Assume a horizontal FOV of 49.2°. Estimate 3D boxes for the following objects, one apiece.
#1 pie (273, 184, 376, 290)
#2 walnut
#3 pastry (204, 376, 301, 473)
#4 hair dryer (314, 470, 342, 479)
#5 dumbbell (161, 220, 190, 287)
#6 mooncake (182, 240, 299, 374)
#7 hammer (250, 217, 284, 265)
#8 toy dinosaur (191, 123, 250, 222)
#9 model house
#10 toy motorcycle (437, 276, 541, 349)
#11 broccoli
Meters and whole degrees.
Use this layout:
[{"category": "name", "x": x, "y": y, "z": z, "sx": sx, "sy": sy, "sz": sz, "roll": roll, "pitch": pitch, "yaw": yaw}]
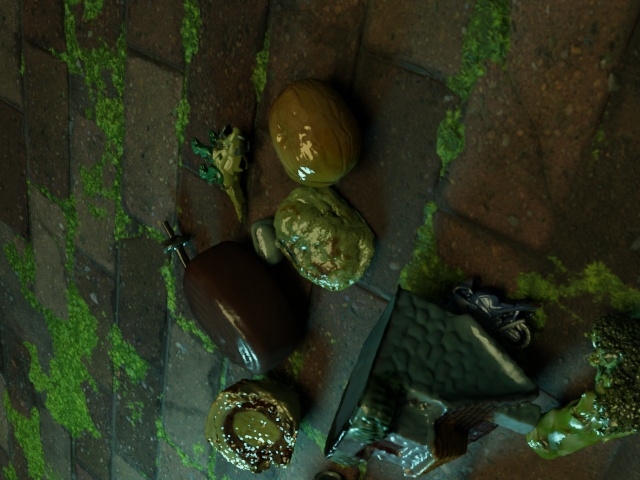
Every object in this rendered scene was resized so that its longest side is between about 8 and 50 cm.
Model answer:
[{"category": "pie", "x": 0.000, "y": 0.000, "z": 1.545, "sx": 0.248, "sy": 0.090, "sz": 0.201, "roll": 44, "pitch": 110, "yaw": 10}, {"category": "walnut", "x": -0.012, "y": -0.220, "z": 1.435, "sx": 0.193, "sy": 0.193, "sz": 0.226, "roll": -43, "pitch": 68, "yaw": 42}, {"category": "pastry", "x": -0.165, "y": 0.469, "z": 1.838, "sx": 0.236, "sy": 0.170, "sz": 0.256, "roll": 18, "pitch": 121, "yaw": 7}, {"category": "hair dryer", "x": 0.075, "y": 0.695, "z": 1.769, "sx": 0.236, "sy": 0.073, "sz": 0.131, "roll": 17, "pitch": 113, "yaw": 44}, {"category": "dumbbell", "x": -0.369, "y": 0.060, "z": 1.914, "sx": 0.081, "sy": 0.081, "sz": 0.254, "roll": -33, "pitch": 85, "yaw": 43}, {"category": "mooncake", "x": -0.213, "y": 0.167, "z": 1.732, "sx": 0.333, "sy": 0.174, "sz": 0.326, "roll": -1, "pitch": 120, "yaw": 56}, {"category": "hammer", "x": -0.076, "y": -0.002, "z": 1.658, "sx": 0.193, "sy": 0.069, "sz": 0.116, "roll": -6, "pitch": 103, "yaw": 33}, {"category": "toy dinosaur", "x": -0.229, "y": -0.168, "z": 1.706, "sx": 0.153, "sy": 0.094, "sz": 0.259, "roll": 25, "pitch": 130, "yaw": 36}, {"category": "model house", "x": 0.222, "y": 0.332, "z": 1.370, "sx": 0.338, "sy": 0.297, "sz": 0.360, "roll": 21, "pitch": 145, "yaw": 1}, {"category": "toy motorcycle", "x": 0.323, "y": 0.136, "z": 1.362, "sx": 0.205, "sy": 0.076, "sz": 0.114, "roll": 19, "pitch": 112, "yaw": 33}, {"category": "broccoli", "x": 0.487, "y": 0.279, "z": 1.211, "sx": 0.252, "sy": 0.221, "sz": 0.361, "roll": 38, "pitch": 139, "yaw": -24}]
